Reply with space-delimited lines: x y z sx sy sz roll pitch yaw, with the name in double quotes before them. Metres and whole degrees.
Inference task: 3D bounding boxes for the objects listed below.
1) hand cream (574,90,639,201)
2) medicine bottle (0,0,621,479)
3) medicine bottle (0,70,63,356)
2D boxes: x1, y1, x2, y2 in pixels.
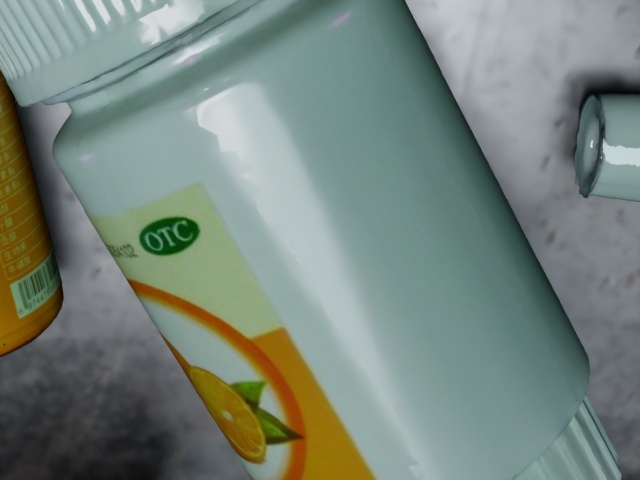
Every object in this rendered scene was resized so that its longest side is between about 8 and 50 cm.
"hand cream" 0.289 -0.036 0.592 0.331 0.085 0.058 2 140 -1
"medicine bottle" 0.000 0.000 0.530 0.158 0.158 0.318 -28 105 8
"medicine bottle" -0.179 -0.045 0.549 0.096 0.096 0.192 -9 114 1
